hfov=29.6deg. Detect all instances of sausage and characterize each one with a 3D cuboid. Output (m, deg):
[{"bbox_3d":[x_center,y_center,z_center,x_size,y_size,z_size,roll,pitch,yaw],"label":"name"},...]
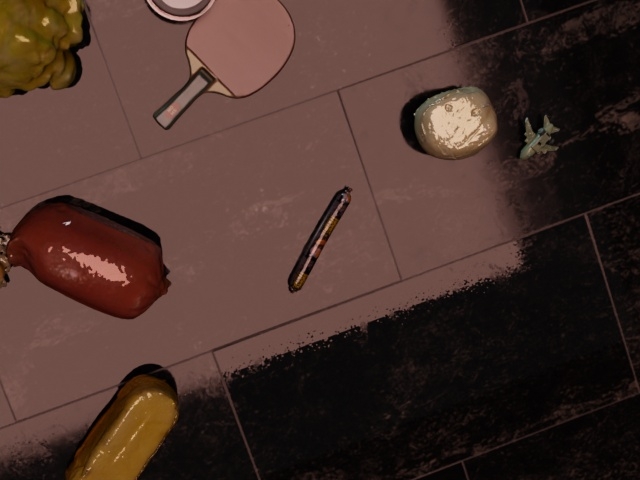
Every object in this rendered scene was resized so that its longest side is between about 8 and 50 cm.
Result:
[{"bbox_3d":[-0.352,0.030,1.869,0.254,0.148,0.148,28,93,-10],"label":"sausage"},{"bbox_3d":[0.000,0.000,1.973,0.028,0.025,0.198,30,93,-8],"label":"sausage"}]

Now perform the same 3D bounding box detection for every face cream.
[{"bbox_3d":[-0.214,-0.393,1.848,0.117,0.104,0.117,-1,97,-9],"label":"face cream"}]

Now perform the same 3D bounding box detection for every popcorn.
[{"bbox_3d":[-0.477,-0.323,1.764,0.250,0.235,0.241,-4,77,-36],"label":"popcorn"}]

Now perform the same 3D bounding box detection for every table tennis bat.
[{"bbox_3d":[-0.159,-0.280,1.915,0.274,0.021,0.154,-45,101,-2],"label":"table tennis bat"}]

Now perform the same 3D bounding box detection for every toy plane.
[{"bbox_3d":[0.359,-0.164,1.998,0.080,0.033,0.083,39,91,-26],"label":"toy plane"}]

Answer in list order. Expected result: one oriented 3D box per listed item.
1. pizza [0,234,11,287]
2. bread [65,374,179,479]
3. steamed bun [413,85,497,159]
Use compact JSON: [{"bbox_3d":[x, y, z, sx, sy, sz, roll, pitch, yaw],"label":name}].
[{"bbox_3d":[-0.725,0.131,1.861,0.435,0.080,0.391,13,96,-8],"label":"pizza"},{"bbox_3d":[-0.316,0.328,1.941,0.102,0.094,0.245,33,93,-20],"label":"bread"},{"bbox_3d":[0.215,-0.185,1.945,0.130,0.091,0.112,-22,96,-2],"label":"steamed bun"}]
